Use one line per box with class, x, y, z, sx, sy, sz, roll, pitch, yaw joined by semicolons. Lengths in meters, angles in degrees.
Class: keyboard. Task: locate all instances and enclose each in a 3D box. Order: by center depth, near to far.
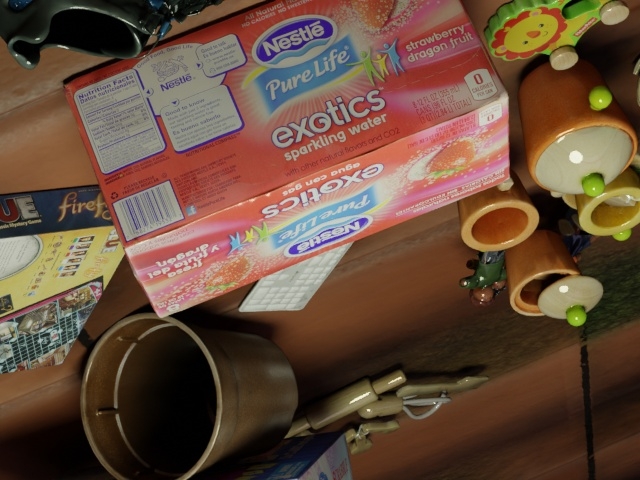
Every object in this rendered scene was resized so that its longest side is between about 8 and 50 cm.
keyboard;0.000;0.000;1.758;0.072;0.014;0.256;-7;151;-31

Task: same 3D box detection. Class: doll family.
doll family;0.216;0.014;1.893;0.193;0.076;0.111;-5;131;-24

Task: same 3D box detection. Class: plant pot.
plant pot;-0.116;0.151;1.810;0.167;0.167;0.165;-36;160;27

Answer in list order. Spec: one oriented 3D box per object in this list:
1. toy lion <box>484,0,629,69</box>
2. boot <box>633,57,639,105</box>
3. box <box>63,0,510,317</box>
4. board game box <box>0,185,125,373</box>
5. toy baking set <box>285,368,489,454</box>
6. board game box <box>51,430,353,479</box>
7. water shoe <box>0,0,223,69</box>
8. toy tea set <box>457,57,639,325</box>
toy lion;0.188;-0.181;1.535;0.096;0.034;0.100;12;139;-40
boot;0.344;-0.123;1.726;0.165;0.077;0.213;-1;143;-40
box;-0.022;-0.082;1.408;0.300;0.154;0.142;-22;156;-4
board game box;-0.265;0.042;1.581;0.165;0.042;0.243;-7;151;-31
toy baking set;0.065;0.199;2.207;0.256;0.030;0.197;-29;158;13
board game box;-0.145;0.264;1.875;0.318;0.066;0.318;-9;-179;8
water shoe;-0.124;-0.155;1.254;0.203;0.080;0.073;-11;154;-24
toy tea set;0.210;-0.022;1.674;0.200;0.124;0.336;-24;143;13
